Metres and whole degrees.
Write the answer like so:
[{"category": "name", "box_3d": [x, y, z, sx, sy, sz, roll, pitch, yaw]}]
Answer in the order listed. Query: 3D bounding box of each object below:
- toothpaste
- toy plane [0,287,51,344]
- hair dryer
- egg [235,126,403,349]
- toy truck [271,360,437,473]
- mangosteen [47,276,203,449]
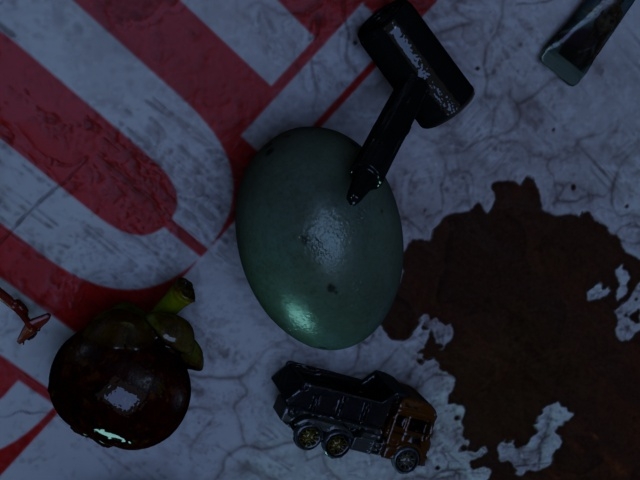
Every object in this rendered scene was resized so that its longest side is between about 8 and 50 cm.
[{"category": "toothpaste", "box_3d": [0.325, -0.271, 1.085, 0.062, 0.037, 0.216, 32, 102, -23]}, {"category": "toy plane", "box_3d": [-0.349, 0.016, 0.981, 0.194, 0.077, 0.126, 25, 103, -28]}, {"category": "hair dryer", "box_3d": [0.066, -0.130, 0.969, 0.070, 0.255, 0.128, -22, 116, 38]}, {"category": "egg", "box_3d": [0.000, 0.000, 1.013, 0.169, 0.169, 0.236, -12, 112, -11]}, {"category": "toy truck", "box_3d": [0.038, 0.197, 1.133, 0.192, 0.083, 0.092, 17, 97, -18]}, {"category": "mangosteen", "box_3d": [-0.202, 0.124, 1.027, 0.146, 0.156, 0.181, 4, 77, 10]}]
